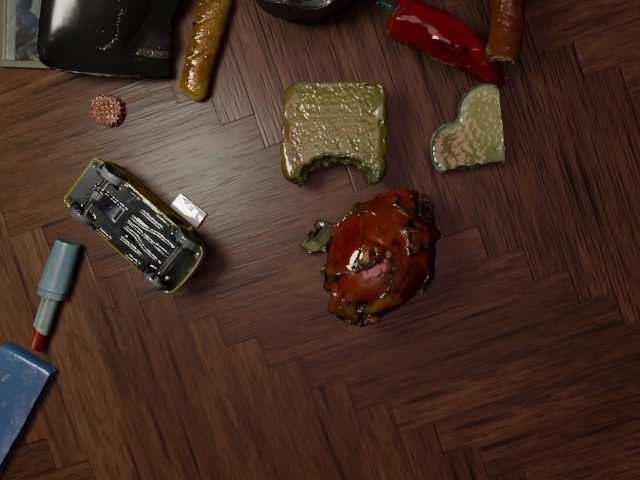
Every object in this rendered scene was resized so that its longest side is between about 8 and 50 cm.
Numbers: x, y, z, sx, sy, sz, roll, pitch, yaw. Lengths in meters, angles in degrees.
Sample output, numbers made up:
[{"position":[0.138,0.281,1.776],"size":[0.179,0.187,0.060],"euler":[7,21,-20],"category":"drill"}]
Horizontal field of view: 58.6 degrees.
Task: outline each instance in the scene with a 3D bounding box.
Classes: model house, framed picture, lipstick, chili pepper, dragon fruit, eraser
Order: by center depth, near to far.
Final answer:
[{"position":[0.131,0.039,1.249],"size":[0.251,0.250,0.314],"euler":[10,79,2],"category":"dragon fruit"},{"position":[0.260,-0.460,1.281],"size":[0.388,0.110,0.110],"euler":[29,93,-2],"category":"chili pepper"},{"position":[0.000,0.000,1.339],"size":[0.058,0.057,0.083],"euler":[39,73,-25],"category":"model house"},{"position":[-0.647,-0.564,1.355],"size":[0.232,0.024,0.314],"euler":[2,93,1],"category":"framed picture"},{"position":[-0.643,0.132,1.363],"size":[0.068,0.061,0.273],"euler":[19,93,0],"category":"lipstick"},{"position":[-0.779,0.416,1.389],"size":[0.144,0.042,0.311],"euler":[30,93,1],"category":"eraser"}]

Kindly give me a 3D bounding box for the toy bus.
[{"position":[-0.406,-0.033,1.303],"size":[0.330,0.152,0.144],"euler":[41,99,3],"category":"toy bus"}]

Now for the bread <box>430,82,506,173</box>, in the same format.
[{"position":[0.357,-0.239,1.303],"size":[0.173,0.064,0.232],"euler":[34,95,0],"category":"bread"}]

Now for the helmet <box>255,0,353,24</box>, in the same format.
[{"position":[-0.009,-0.607,1.238],"size":[0.339,0.197,0.270],"euler":[-25,85,3],"category":"helmet"}]

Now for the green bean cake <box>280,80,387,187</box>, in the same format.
[{"position":[0.031,-0.233,1.288],"size":[0.236,0.124,0.232],"euler":[1,91,2],"category":"green bean cake"}]

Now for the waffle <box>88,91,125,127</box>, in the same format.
[{"position":[-0.508,-0.311,1.357],"size":[0.083,0.029,0.075],"euler":[32,93,3],"category":"waffle"}]

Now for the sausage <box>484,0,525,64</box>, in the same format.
[{"position":[0.383,-0.517,1.200],"size":[0.103,0.076,0.302],"euler":[-11,99,-41],"category":"sausage"}]

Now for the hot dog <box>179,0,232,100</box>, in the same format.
[{"position":[-0.265,-0.466,1.326],"size":[0.088,0.061,0.285],"euler":[10,94,-9],"category":"hot dog"}]

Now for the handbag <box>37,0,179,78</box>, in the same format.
[{"position":[-0.453,-0.523,1.273],"size":[0.288,0.152,0.342],"euler":[14,109,-15],"category":"handbag"}]

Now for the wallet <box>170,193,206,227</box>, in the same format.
[{"position":[-0.315,-0.072,1.365],"size":[0.083,0.011,0.044],"euler":[38,93,1],"category":"wallet"}]
